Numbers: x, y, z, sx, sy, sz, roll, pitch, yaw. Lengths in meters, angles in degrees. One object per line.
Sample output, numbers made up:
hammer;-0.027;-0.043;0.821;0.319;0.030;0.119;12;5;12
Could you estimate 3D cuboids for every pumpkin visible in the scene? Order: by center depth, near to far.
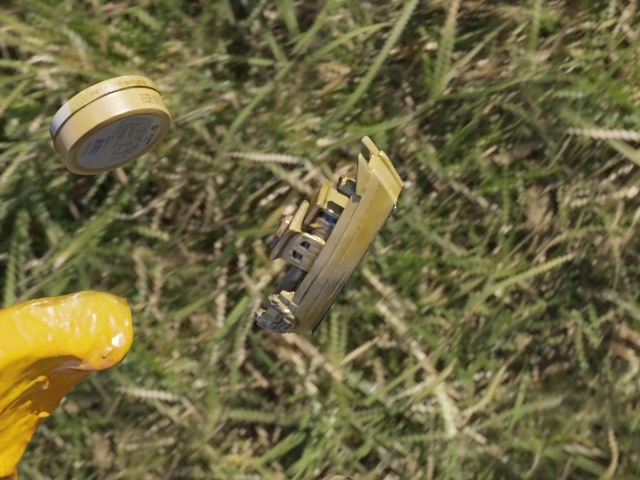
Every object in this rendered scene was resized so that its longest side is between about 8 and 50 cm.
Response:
pumpkin;-0.273;0.163;0.948;0.095;0.290;0.258;36;121;23

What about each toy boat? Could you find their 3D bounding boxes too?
toy boat;0.000;0.000;1.155;0.072;0.064;0.206;28;129;-3

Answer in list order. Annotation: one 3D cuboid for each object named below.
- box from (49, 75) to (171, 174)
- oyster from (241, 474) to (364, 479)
box;-0.183;-0.100;1.258;0.105;0.105;0.037;-37;70;26
oyster;0.016;0.251;0.994;0.275;0.271;0.100;12;115;-25
